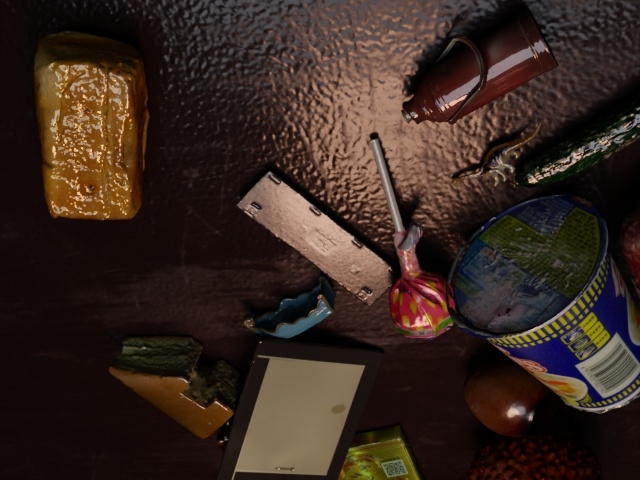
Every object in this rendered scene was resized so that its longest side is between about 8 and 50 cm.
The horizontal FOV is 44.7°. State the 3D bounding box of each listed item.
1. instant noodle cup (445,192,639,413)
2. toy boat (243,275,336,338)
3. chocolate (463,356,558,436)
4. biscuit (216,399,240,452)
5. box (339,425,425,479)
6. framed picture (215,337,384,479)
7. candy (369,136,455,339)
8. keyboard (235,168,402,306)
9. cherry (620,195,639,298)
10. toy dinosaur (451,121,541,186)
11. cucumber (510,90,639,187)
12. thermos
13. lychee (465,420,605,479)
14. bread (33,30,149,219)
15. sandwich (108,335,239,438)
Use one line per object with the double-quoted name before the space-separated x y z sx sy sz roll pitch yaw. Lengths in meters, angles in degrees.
"instant noodle cup" 0.407 0.125 1.292 0.284 0.284 0.312 -31 124 23
"toy boat" -0.057 0.127 1.431 0.185 0.075 0.077 -32 119 29
"chocolate" 0.354 0.285 1.462 0.177 0.177 0.177 3 124 4
"biscuit" -0.087 0.502 1.671 0.073 0.107 0.388 -25 118 16
"box" 0.141 0.537 1.713 0.173 0.043 0.311 -16 122 15
"framed picture" -0.042 0.349 1.530 0.265 0.016 0.347 8 113 -21
"candy" 0.140 0.000 1.312 0.124 0.124 0.365 -13 108 14
"keyboard" 0.000 0.000 1.369 0.317 0.027 0.106 38 116 -19
"cherry" 0.592 0.015 1.191 0.296 0.218 0.255 -30 98 -10
"toy dinosaur" 0.293 -0.126 1.248 0.058 0.037 0.180 36 121 -23
"cucumber" 0.428 -0.155 1.201 0.293 0.067 0.067 -34 115 25
"thermos" 0.225 -0.237 1.149 0.232 0.099 0.124 -29 155 24
"lychee" 0.414 0.491 1.510 0.264 0.264 0.300 34 77 -17
"bread" -0.361 -0.173 1.221 0.167 0.132 0.294 9 124 -1
"sandwich" -0.281 0.267 1.520 0.236 0.122 0.128 37 122 -18
